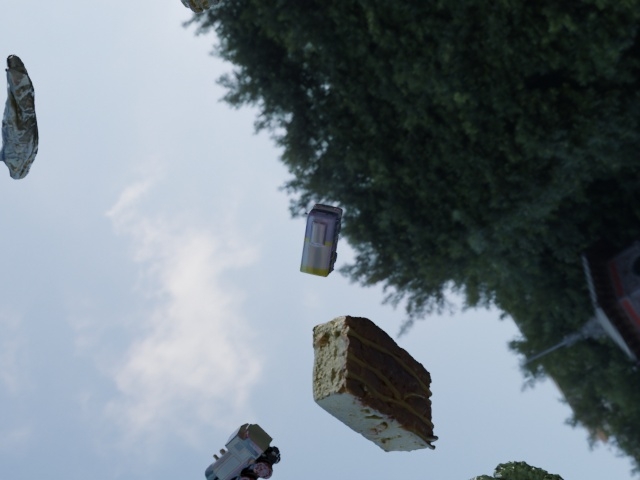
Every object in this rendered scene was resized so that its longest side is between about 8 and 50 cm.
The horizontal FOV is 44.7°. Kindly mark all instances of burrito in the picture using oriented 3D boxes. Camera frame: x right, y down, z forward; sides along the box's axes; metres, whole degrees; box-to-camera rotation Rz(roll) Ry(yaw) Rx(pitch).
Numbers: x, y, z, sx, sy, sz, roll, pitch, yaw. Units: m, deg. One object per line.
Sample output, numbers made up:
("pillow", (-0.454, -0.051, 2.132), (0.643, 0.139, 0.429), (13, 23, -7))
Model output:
("burrito", (-0.494, -0.197, 1.266), (0.063, 0.229, 0.058), (28, -136, 12))

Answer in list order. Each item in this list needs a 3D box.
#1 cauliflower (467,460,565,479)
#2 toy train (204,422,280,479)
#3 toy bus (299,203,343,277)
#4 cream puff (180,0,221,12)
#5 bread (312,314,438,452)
("cauliflower", (0.146, 0.347, 0.715), (0.250, 0.275, 0.272), (-2, -106, -59))
("toy train", (-0.124, 0.347, 1.200), (0.087, 0.138, 0.050), (44, -157, 1))
("toy bus", (0.000, 0.000, 1.184), (0.052, 0.102, 0.058), (12, -162, 12))
("cream puff", (-0.152, -0.317, 0.940), (0.058, 0.083, 0.083), (-1, -96, -61))
("bread", (0.103, 0.268, 1.447), (0.275, 0.114, 0.184), (40, -145, -34))
